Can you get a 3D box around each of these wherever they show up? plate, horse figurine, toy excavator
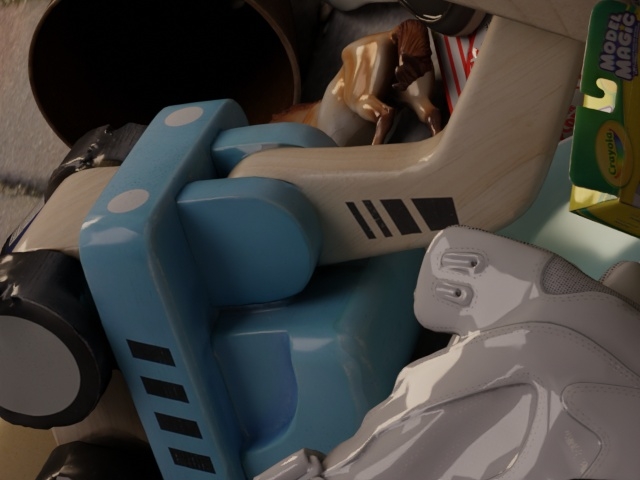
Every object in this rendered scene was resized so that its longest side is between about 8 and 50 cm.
[{"bbox_3d":[0.153,0.025,1.102,0.188,0.024,0.188,-35,46,46],"label":"plate"},{"bbox_3d":[0.026,-0.076,1.316,0.263,0.066,0.174,129,149,-47],"label":"horse figurine"},{"bbox_3d":[0.000,0.000,1.145,0.445,0.433,0.222,-5,30,20],"label":"toy excavator"}]

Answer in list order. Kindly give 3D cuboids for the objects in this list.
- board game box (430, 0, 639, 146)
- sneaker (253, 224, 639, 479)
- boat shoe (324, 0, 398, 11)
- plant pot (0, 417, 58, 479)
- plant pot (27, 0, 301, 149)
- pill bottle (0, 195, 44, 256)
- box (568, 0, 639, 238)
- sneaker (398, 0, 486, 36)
[{"bbox_3d":[0.139,-0.143,1.200,0.147,0.045,0.193,-47,37,35],"label":"board game box"},{"bbox_3d":[0.048,0.121,0.995,0.365,0.137,0.210,-11,61,20],"label":"sneaker"},{"bbox_3d":[0.039,-0.222,1.396,0.070,0.078,0.219,-38,23,-14],"label":"boat shoe"},{"bbox_3d":[-0.214,0.201,1.399,0.256,0.256,0.274,-21,49,53],"label":"plant pot"},{"bbox_3d":[-0.113,-0.197,1.519,0.215,0.215,0.230,-47,23,35],"label":"plant pot"},{"bbox_3d":[-0.203,0.012,1.593,0.219,0.122,0.123,-45,38,37],"label":"pill bottle"},{"bbox_3d":[0.192,-0.045,0.923,0.043,0.179,0.105,-14,60,55],"label":"box"},{"bbox_3d":[0.021,-0.224,1.223,0.083,0.118,0.222,-50,59,40],"label":"sneaker"}]
